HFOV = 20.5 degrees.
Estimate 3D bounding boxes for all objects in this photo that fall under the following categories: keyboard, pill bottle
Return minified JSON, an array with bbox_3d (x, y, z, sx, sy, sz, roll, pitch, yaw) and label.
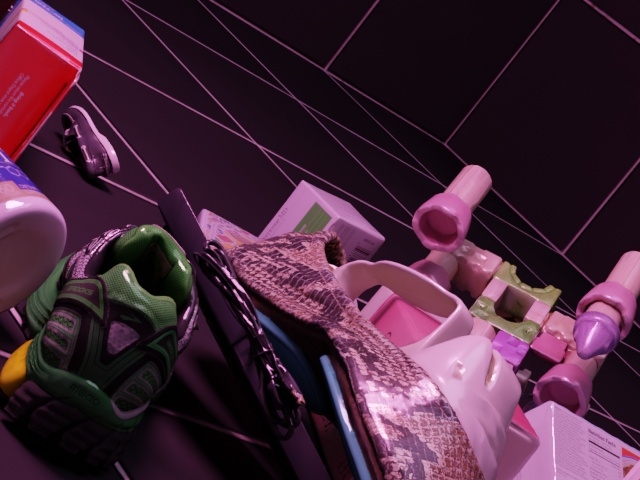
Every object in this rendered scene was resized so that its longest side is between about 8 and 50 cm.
[{"bbox_3d":[-0.058,0.095,1.396,0.317,0.033,0.201,60,-13,26],"label":"keyboard"},{"bbox_3d":[-0.289,-0.038,1.349,0.187,0.112,0.112,43,12,27],"label":"pill bottle"}]

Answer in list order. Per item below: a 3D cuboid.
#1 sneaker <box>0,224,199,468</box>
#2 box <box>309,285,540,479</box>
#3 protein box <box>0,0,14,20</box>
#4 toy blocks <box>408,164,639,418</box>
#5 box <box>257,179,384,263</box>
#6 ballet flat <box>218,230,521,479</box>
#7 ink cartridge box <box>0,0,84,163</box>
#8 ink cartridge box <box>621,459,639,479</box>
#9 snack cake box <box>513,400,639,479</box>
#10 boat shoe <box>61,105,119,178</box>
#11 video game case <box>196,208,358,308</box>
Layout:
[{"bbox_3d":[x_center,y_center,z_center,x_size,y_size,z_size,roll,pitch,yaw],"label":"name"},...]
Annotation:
[{"bbox_3d":[-0.142,0.054,1.357,0.134,0.146,0.343,36,9,-11],"label":"sneaker"},{"bbox_3d":[0.087,0.162,1.646,0.127,0.148,0.232,34,11,-19],"label":"box"},{"bbox_3d":[-0.404,-0.254,1.633,0.200,0.201,0.136,43,12,26],"label":"protein box"},{"bbox_3d":[0.196,0.133,2.092,0.288,0.309,0.260,28,42,11],"label":"toy blocks"},{"bbox_3d":[0.000,0.000,2.165,0.102,0.101,0.087,26,15,-48],"label":"box"},{"bbox_3d":[0.054,0.108,1.452,0.483,0.182,0.164,50,-17,57],"label":"ballet flat"},{"bbox_3d":[-0.300,-0.152,1.730,0.078,0.134,0.231,36,10,-16],"label":"ink cartridge box"},{"bbox_3d":[0.293,0.320,1.502,0.117,0.207,0.283,38,11,-8],"label":"ink cartridge box"},{"bbox_3d":[0.288,0.288,1.773,0.264,0.089,0.152,31,44,-31],"label":"snack cake box"},{"bbox_3d":[-0.260,-0.105,1.927,0.125,0.038,0.046,49,-28,42],"label":"boat shoe"},{"bbox_3d":[-0.049,0.048,1.944,0.206,0.026,0.227,29,12,-9],"label":"video game case"}]
